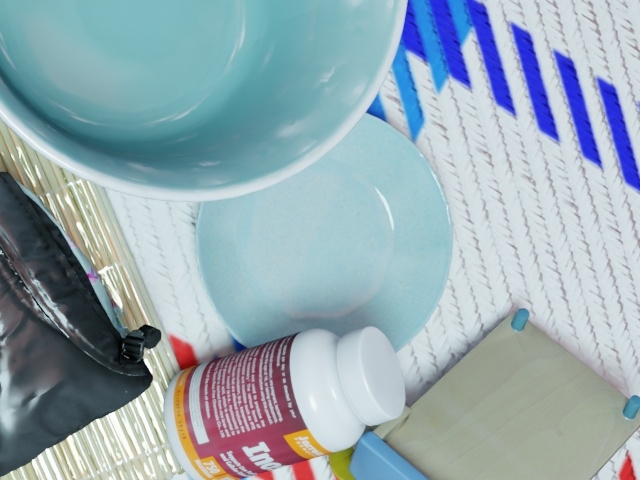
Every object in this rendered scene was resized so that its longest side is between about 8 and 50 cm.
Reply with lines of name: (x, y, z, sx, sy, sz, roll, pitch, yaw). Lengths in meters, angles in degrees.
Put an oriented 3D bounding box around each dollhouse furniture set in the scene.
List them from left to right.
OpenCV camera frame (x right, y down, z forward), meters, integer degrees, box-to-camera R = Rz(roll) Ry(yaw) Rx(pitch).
dollhouse furniture set: (0.190, 0.193, 1.189, 0.303, 0.198, 0.286, 37, 53, 17)

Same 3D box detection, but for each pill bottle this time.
pill bottle: (-0.024, 0.110, 1.073, 0.152, 0.086, 0.086, -19, 97, 24)

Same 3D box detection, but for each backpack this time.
backpack: (-0.210, 0.047, 1.017, 0.152, 0.115, 0.182, -32, 99, -26)

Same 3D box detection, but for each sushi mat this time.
sushi mat: (-0.198, 0.042, 1.091, 0.151, 0.019, 0.317, -24, 96, -17)

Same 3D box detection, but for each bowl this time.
bowl: (-0.113, -0.173, 1.035, 0.311, 0.163, 0.312, 2, 86, -22)

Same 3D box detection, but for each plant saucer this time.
plant saucer: (0.000, 0.000, 1.143, 0.195, 0.037, 0.195, 0, 90, -18)
